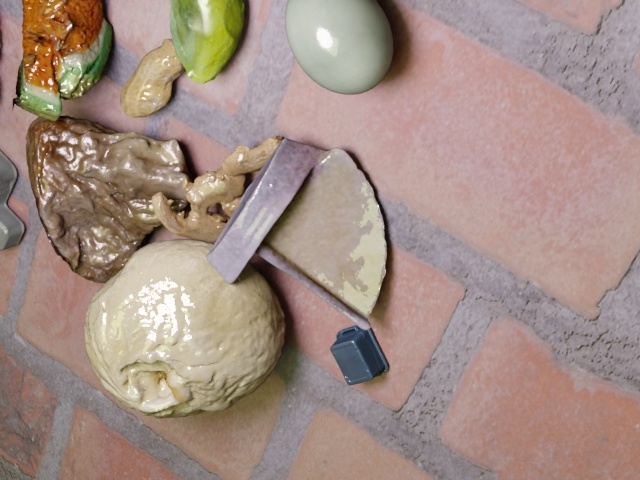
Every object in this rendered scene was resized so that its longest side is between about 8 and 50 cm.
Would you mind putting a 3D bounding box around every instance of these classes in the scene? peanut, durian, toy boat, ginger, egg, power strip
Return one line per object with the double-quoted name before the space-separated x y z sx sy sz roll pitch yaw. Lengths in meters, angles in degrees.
"peanut" -0.285 -0.276 1.794 0.080 0.080 0.174 46 123 5
"durian" -0.195 -0.381 1.679 0.139 0.101 0.250 9 115 27
"toy boat" -0.018 -0.026 1.717 0.294 0.111 0.276 17 101 -8
"ginger" -0.154 -0.085 1.789 0.259 0.065 0.149 -33 128 11
"egg" 0.027 -0.309 1.554 0.149 0.149 0.192 -35 89 36
"power strip" -0.689 -0.064 2.124 0.193 0.059 0.265 44 126 11

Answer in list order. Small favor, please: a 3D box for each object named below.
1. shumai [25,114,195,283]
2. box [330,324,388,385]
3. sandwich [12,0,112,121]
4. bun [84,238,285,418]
"shumai" -0.368 -0.102 1.895 0.283 0.217 0.346 -22 117 3
"box" 0.064 0.204 1.814 0.074 0.054 0.099 -21 100 36
"sandwich" -0.442 -0.372 1.802 0.162 0.250 0.301 5 111 -20
"bun" -0.243 0.177 1.820 0.352 0.227 0.349 13 128 -5
